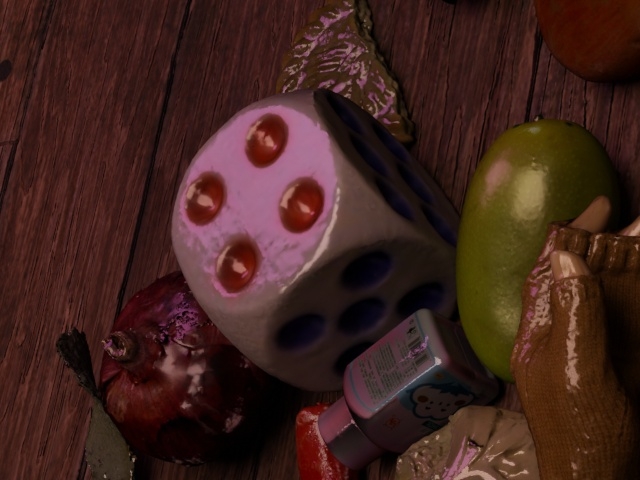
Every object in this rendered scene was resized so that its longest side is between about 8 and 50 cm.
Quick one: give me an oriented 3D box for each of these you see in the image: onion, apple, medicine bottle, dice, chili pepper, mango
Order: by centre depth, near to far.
[{"bbox_3d":[0.230,0.010,1.816,0.175,0.143,0.293,9,88,36],"label":"mango"},{"bbox_3d":[0.321,-0.279,1.863,0.173,0.160,0.195,-32,44,53],"label":"apple"},{"bbox_3d":[0.091,0.173,1.871,0.188,0.119,0.094,-39,46,21],"label":"medicine bottle"},{"bbox_3d":[0.000,0.000,1.943,0.251,0.243,0.259,-43,47,18],"label":"dice"},{"bbox_3d":[0.008,0.245,1.948,0.070,0.073,0.123,-4,64,-7],"label":"chili pepper"},{"bbox_3d":[-0.174,0.152,2.038,0.252,0.219,0.252,-14,69,43],"label":"onion"}]

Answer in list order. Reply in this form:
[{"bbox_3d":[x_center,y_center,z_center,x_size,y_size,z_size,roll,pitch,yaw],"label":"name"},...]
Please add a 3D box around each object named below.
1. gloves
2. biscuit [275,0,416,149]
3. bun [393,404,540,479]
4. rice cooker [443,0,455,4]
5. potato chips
[{"bbox_3d":[0.274,0.128,1.681,0.155,0.203,0.356,-2,77,43],"label":"gloves"},{"bbox_3d":[0.014,-0.186,2.147,0.187,0.036,0.273,-38,52,22],"label":"biscuit"},{"bbox_3d":[0.164,0.274,1.769,0.237,0.116,0.210,22,86,42],"label":"bun"},{"bbox_3d":[0.172,-0.378,2.027,0.203,0.142,0.118,-47,60,19],"label":"rice cooker"},{"bbox_3d":[-0.291,0.230,2.174,0.167,0.059,0.228,-167,63,-71],"label":"potato chips"}]
